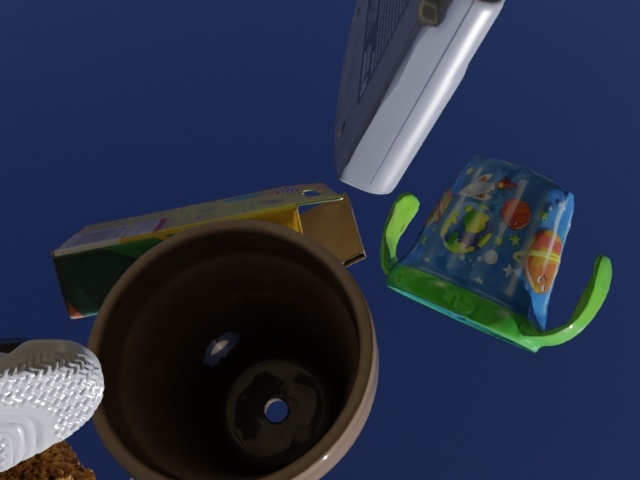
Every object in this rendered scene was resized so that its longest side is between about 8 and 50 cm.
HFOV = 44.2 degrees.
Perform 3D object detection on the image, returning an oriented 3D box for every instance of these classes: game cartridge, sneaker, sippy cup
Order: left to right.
[{"bbox_3d":[-0.271,0.069,0.490,0.269,0.101,0.153,-11,-135,-4],"label":"sneaker"},{"bbox_3d":[0.070,-0.182,0.621,0.060,0.196,0.294,21,-135,-13],"label":"game cartridge"},{"bbox_3d":[0.240,0.009,1.114,0.306,0.240,0.224,24,-93,5],"label":"sippy cup"}]

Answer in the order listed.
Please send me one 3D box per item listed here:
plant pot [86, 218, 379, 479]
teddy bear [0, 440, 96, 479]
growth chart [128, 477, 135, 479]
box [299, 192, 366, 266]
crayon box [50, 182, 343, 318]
[{"bbox_3d":[-0.068,0.144,0.783,0.263,0.229,0.262,-4,-117,7],"label":"plant pot"},{"bbox_3d":[-0.435,0.405,1.058,0.245,0.338,0.113,57,-153,6],"label":"teddy bear"},{"bbox_3d":[-0.214,0.445,1.213,0.237,0.172,0.021,42,-161,-8],"label":"growth chart"},{"bbox_3d":[0.000,0.000,1.597,0.165,0.021,0.201,-26,-142,10],"label":"box"},{"bbox_3d":[-0.133,0.002,0.944,0.319,0.081,0.202,-12,-170,-3],"label":"crayon box"}]
